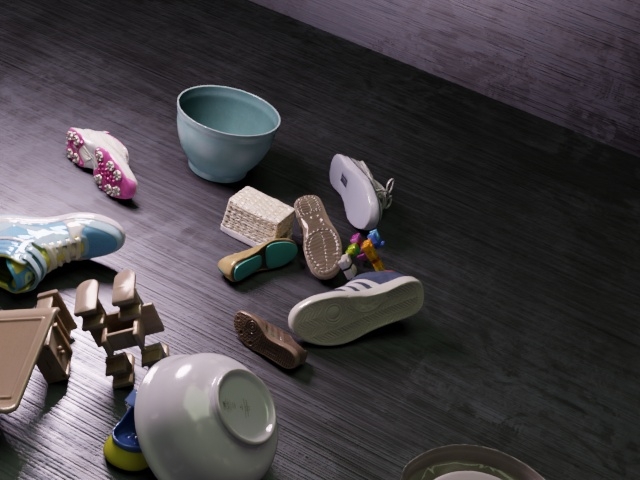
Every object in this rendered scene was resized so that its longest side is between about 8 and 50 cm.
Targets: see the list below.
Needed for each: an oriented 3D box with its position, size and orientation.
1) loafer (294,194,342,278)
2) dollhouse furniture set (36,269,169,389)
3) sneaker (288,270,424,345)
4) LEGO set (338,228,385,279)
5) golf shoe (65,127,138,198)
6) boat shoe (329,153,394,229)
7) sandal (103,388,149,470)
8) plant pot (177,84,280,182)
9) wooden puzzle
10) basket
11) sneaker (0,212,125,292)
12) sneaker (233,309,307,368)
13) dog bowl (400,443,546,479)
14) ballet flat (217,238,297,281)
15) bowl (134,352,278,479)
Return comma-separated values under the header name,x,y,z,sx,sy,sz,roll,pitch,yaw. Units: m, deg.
name,x,y,z,sx,sy,sz,roll,pitch,yaw
loafer,0.000,0.000,2.289,0.101,0.092,0.269,-15,53,1
dollhouse furniture set,-0.437,0.166,1.742,0.242,0.212,0.161,-14,37,2
sneaker,0.068,0.152,2.085,0.349,0.131,0.148,-10,19,-26
LEGO set,0.122,0.046,2.240,0.087,0.093,0.227,-24,11,19
golf shoe,-0.559,-0.217,2.352,0.140,0.115,0.306,-14,44,-43
boat shoe,0.144,-0.135,2.537,0.156,0.136,0.367,7,24,-20
sandal,-0.276,0.304,1.670,0.126,0.138,0.317,25,32,17
plant pot,-0.277,-0.289,2.501,0.292,0.196,0.293,12,34,-8
wooden puzzle,-0.608,0.224,1.614,0.220,0.044,0.239,-4,46,20
basket,-0.159,-0.055,2.288,0.167,0.103,0.113,27,35,14
sneaker,-0.595,0.038,1.941,0.318,0.127,0.208,-2,34,-11
sneaker,-0.111,0.220,1.951,0.188,0.066,0.071,37,21,21
dog bowl,0.278,0.536,1.561,0.348,0.102,0.349,7,40,-6
ballet flat,-0.158,0.037,2.181,0.073,0.080,0.232,22,28,38
bowl,-0.173,0.318,1.567,0.297,0.134,0.298,34,38,-32
